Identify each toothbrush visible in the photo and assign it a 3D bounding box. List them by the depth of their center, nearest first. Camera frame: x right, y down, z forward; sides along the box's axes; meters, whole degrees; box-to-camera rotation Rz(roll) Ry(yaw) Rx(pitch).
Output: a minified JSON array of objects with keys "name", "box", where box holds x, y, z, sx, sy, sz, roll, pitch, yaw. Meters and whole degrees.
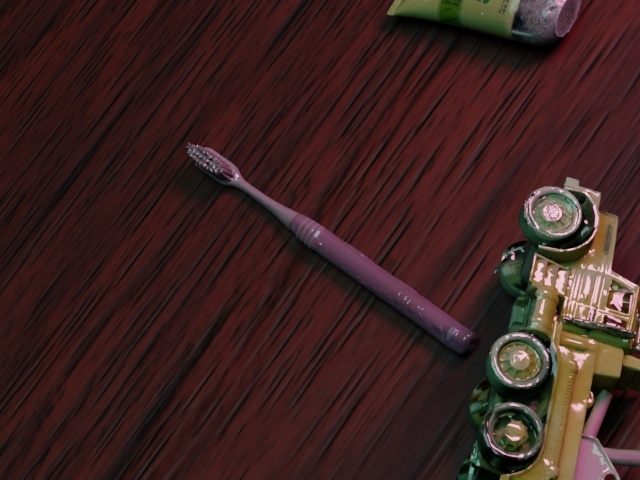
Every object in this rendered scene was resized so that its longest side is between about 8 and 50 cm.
[{"name":"toothbrush","box":[0.000,0.000,1.427,0.354,0.029,0.024,36,94,34]}]

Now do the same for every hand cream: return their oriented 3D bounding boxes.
[{"name":"hand cream","box":[0.148,-0.221,1.474,0.175,0.046,0.095,23,77,34]}]

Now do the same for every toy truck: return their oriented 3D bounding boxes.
[{"name":"toy truck","box":[0.188,0.093,1.252,0.135,0.128,0.260,10,63,1]}]
